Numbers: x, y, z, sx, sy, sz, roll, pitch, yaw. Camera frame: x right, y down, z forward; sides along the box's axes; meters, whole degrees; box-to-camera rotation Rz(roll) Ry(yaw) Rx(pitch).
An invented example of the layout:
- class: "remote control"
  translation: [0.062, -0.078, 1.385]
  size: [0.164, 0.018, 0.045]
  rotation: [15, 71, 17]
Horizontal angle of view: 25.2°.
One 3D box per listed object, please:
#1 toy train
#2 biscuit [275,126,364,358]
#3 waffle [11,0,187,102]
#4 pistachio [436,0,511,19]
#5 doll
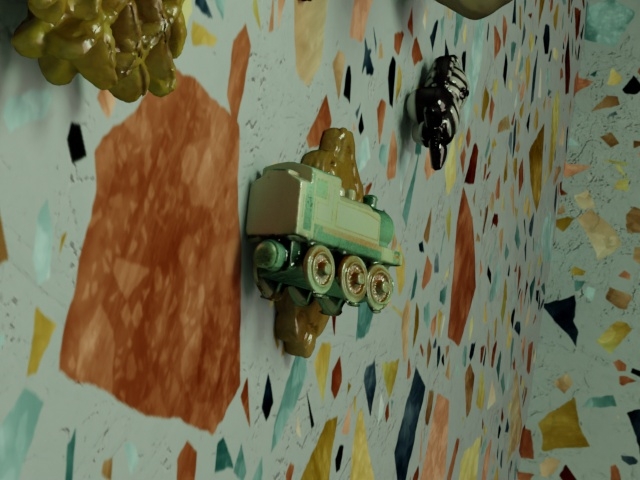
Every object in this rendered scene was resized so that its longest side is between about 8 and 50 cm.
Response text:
- class: "toy train"
  translation: [0.009, 0.002, 1.335]
  size: [0.194, 0.080, 0.125]
  rotation: [17, 76, -54]
- class: "biscuit"
  translation: [0.003, 0.000, 1.462]
  size: [0.249, 0.035, 0.184]
  rotation: [-66, 155, -45]
- class: "waffle"
  translation: [-0.134, -0.232, 0.892]
  size: [0.260, 0.069, 0.293]
  rotation: [29, 65, -74]
- class: "pistachio"
  translation: [0.180, -0.407, 1.702]
  size: [0.197, 0.166, 0.288]
  rotation: [-30, 123, -59]
- class: "doll"
  translation: [0.153, -0.175, 1.855]
  size: [0.219, 0.067, 0.091]
  rotation: [-69, 154, -57]
